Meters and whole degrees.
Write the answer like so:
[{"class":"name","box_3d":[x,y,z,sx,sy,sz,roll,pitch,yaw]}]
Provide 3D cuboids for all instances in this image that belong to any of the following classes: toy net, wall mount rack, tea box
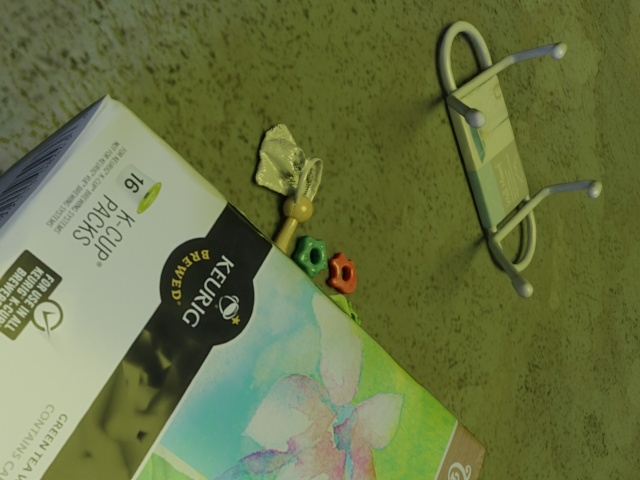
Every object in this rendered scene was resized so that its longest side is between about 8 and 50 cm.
[{"class":"toy net","box_3d":[0.000,0.000,0.747,0.122,0.045,0.232,-16,99,-47]},{"class":"wall mount rack","box_3d":[0.236,-0.098,0.953,0.304,0.130,0.350,-38,115,-42]},{"class":"tea box","box_3d":[-0.128,0.167,0.425,0.323,0.220,0.329,44,56,-23]}]
